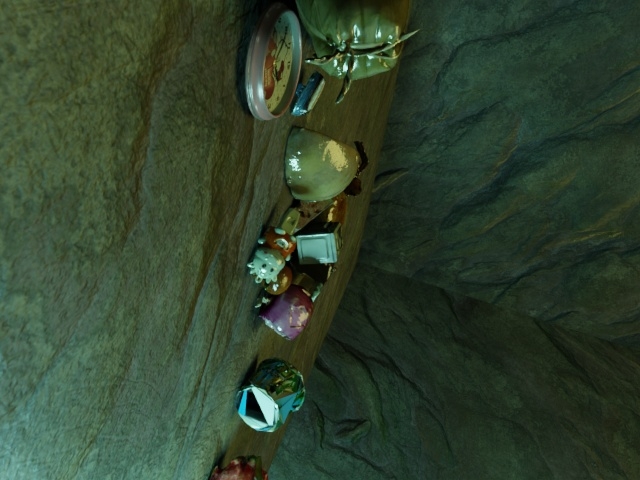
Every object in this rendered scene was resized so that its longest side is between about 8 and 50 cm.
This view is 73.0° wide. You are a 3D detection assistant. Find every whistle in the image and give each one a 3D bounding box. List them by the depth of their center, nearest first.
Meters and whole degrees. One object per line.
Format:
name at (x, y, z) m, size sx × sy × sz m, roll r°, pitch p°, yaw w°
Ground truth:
whistle at (-0.130, 0.016, 1.298) m, size 0.253 × 0.105 × 0.102 m, roll -63°, pitch 143°, yaw -19°

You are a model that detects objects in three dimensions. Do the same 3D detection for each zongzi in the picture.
zongzi at (0.071, -0.425, 0.964) m, size 0.467 × 0.218 × 0.500 m, roll 76°, pitch 5°, yaw -69°

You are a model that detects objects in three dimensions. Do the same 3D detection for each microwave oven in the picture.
microwave oven at (0.000, 0.000, 1.656) m, size 0.205 × 0.163 × 0.129 m, roll -58°, pitch 145°, yaw -74°

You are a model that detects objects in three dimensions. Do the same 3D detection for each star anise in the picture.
star anise at (0.137, -0.328, 1.973) m, size 0.237 × 0.148 × 0.346 m, roll 96°, pitch 9°, yaw -54°

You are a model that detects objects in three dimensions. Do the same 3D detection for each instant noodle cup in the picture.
instant noodle cup at (-0.194, 0.581, 1.612) m, size 0.178 × 0.240 × 0.240 m, roll -27°, pitch 134°, yaw -64°

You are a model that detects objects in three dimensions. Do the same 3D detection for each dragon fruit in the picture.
dragon fruit at (-0.303, 0.918, 1.539) m, size 0.237 × 0.231 × 0.303 m, roll 79°, pitch 18°, yaw -45°

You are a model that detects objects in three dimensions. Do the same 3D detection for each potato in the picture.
potato at (0.003, -0.222, 1.372) m, size 0.264 × 0.189 × 0.211 m, roll 15°, pitch 93°, yaw -79°

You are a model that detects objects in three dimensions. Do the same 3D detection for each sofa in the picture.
sofa at (-0.085, 0.163, 1.713) m, size 0.200 × 0.182 × 0.258 m, roll -59°, pitch 177°, yaw 20°

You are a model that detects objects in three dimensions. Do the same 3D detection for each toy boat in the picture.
toy boat at (-0.039, -0.411, 1.213) m, size 0.137 × 0.060 × 0.060 m, roll -65°, pitch 161°, yaw 3°

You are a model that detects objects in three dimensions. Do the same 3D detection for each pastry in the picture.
pastry at (0.031, -0.113, 1.869) m, size 0.257 × 0.120 × 0.236 m, roll 22°, pitch 82°, yaw -71°

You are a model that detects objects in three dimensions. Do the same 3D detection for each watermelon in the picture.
watermelon at (-0.069, -0.084, 1.542) m, size 0.154 × 0.094 × 0.241 m, roll -46°, pitch -179°, yaw 34°

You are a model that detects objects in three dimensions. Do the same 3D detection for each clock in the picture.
clock at (-0.104, -0.385, 0.944) m, size 0.244 × 0.056 × 0.244 m, roll 15°, pitch 90°, yaw -78°

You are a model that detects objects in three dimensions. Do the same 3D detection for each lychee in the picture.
lychee at (-0.155, 0.117, 1.384) m, size 0.101 × 0.140 × 0.114 m, roll -162°, pitch -114°, yaw -66°

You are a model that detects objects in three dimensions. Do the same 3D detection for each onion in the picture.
onion at (-0.111, 0.238, 1.504) m, size 0.207 × 0.200 × 0.201 m, roll 92°, pitch 18°, yaw -63°

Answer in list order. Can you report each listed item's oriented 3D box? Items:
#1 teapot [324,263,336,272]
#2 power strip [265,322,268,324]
teapot at (0.018, 0.112, 2.123) m, size 0.252 × 0.135 × 0.178 m, roll 98°, pitch 11°, yaw -45°
power strip at (-0.150, 0.273, 1.744) m, size 0.272 × 0.052 × 0.078 m, roll -37°, pitch 144°, yaw -72°
